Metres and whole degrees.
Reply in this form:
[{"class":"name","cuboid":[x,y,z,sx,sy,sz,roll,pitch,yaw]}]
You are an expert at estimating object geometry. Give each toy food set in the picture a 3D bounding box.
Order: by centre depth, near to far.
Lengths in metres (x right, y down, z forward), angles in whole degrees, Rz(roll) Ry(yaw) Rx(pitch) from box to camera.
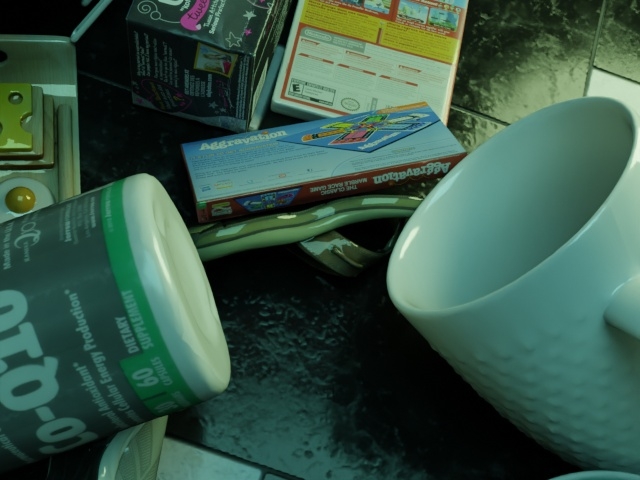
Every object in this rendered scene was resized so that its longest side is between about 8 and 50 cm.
[{"class":"toy food set","cuboid":[-0.354,-0.075,1.088,0.219,0.092,0.306,-2,66,-12]}]

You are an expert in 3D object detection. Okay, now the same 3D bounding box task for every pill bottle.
[{"class":"pill bottle","cuboid":[-0.277,0.094,0.922,0.360,0.204,0.204,-20,70,2]}]

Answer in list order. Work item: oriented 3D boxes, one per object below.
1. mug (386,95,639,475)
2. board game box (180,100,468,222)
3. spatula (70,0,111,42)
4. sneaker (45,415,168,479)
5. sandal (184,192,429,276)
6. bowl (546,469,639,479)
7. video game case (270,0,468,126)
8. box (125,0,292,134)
[{"class":"mug","cuboid":[0.283,0.085,0.980,0.276,0.374,0.328,-45,111,-2]},{"class":"board game box","cuboid":[-0.001,-0.087,1.140,0.281,0.027,0.145,-11,32,-8]},{"class":"spatula","cuboid":[-0.191,-0.320,1.137,0.019,0.242,0.168,33,33,-31]},{"class":"sneaker","cuboid":[-0.195,0.215,0.994,0.100,0.108,0.272,-7,45,25]},{"class":"sandal","cuboid":[-0.002,0.000,1.128,0.302,0.120,0.086,-10,97,-14]},{"class":"bowl","cuboid":[0.240,0.376,0.959,0.311,0.163,0.312,4,65,-9]},{"class":"video game case","cuboid":[0.068,-0.250,1.290,0.204,0.025,0.285,15,64,-4]},{"class":"box","cuboid":[-0.111,-0.270,1.188,0.142,0.163,0.247,17,63,1]}]
